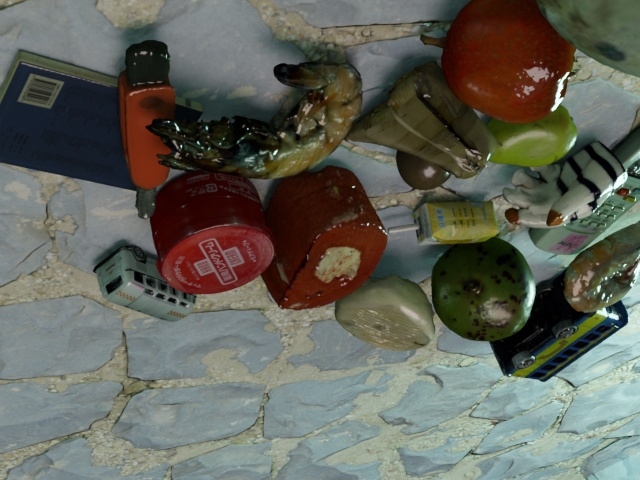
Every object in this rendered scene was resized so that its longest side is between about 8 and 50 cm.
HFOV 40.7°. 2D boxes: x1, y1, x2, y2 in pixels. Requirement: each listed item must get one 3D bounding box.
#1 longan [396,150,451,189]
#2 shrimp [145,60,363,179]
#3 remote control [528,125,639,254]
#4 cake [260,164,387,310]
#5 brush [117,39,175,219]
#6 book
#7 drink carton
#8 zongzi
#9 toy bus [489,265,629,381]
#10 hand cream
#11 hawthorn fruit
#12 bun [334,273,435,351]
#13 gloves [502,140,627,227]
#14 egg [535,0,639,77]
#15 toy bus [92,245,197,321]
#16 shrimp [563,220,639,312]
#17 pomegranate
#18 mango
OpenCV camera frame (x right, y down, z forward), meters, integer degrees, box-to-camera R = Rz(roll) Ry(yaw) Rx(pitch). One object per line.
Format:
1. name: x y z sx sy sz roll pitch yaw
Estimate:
1. longan: 0.177 -0.138 1.427 0.113 0.092 0.113 -5 100 -29
2. shrimp: -0.074 -0.179 1.227 0.365 0.071 0.233 1 137 -49
3. remote control: 0.566 -0.092 1.701 0.145 0.050 0.344 9 136 -34
4. cake: 0.000 0.000 1.489 0.177 0.151 0.283 -11 146 -31
5. brush: -0.248 -0.148 1.213 0.070 0.051 0.323 -11 142 -23
6. book: -0.327 -0.157 1.225 0.269 0.025 0.191 11 136 -36
7. drink carton: 0.227 -0.033 1.602 0.200 0.084 0.074 -3 166 -22
8. zongzi: 0.154 -0.156 1.346 0.194 0.099 0.197 47 126 -9
9. toy bus: 0.547 0.199 2.014 0.175 0.138 0.288 14 134 -37
10. hand cream: -0.178 -0.013 1.404 0.193 0.125 0.193 -12 144 -9
11. hawthorn fruit: 0.252 -0.269 1.231 0.225 0.197 0.196 11 145 8
12. bun: 0.133 0.133 1.726 0.209 0.116 0.237 14 149 7
13. gloves: 0.437 -0.090 1.571 0.218 0.140 0.131 -34 152 9
14. egg: 0.463 -0.357 1.035 0.427 0.345 0.345 -5 144 -6
15. toy bus: -0.297 0.083 1.512 0.087 0.089 0.194 -34 143 22
16. shrimp: 0.651 0.045 1.841 0.317 0.062 0.164 -33 125 -9
17. pomegranate: 0.329 0.095 1.732 0.211 0.211 0.263 -30 171 17
18. mango: 0.352 -0.178 1.450 0.163 0.089 0.117 -4 143 -19
